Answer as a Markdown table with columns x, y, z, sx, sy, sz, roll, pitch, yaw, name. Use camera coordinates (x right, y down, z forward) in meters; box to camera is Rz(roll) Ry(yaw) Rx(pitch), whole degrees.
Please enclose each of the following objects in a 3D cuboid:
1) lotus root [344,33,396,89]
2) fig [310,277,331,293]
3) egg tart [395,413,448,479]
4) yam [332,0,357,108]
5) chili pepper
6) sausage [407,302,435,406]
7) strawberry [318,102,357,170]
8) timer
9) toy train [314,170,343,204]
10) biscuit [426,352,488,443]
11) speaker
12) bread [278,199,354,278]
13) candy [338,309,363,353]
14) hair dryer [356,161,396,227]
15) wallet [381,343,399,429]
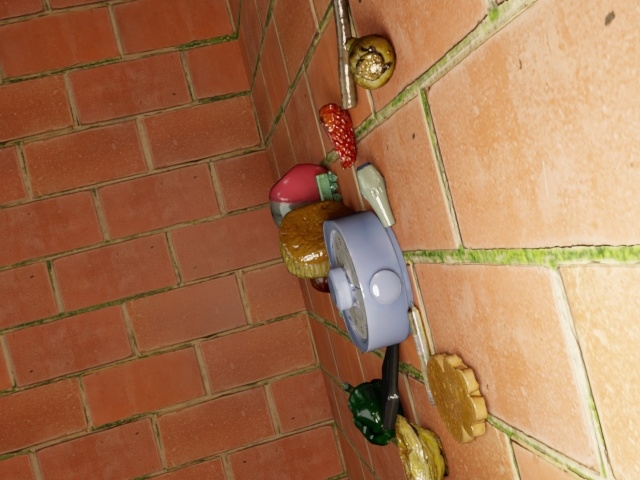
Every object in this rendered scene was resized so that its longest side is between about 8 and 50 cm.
| x | y | z | sx | sy | sz | roll | pitch | yaw | name |
| --- | --- | --- | --- | --- | --- | --- | --- | --- | --- |
| 0.099 | -0.382 | 1.360 | 0.191 | 0.094 | 0.108 | -104 | 28 | -59 | lotus root |
| 0.060 | 0.100 | 2.156 | 0.149 | 0.148 | 0.202 | 42 | 129 | 3 | fig |
| 0.267 | 0.571 | 1.729 | 0.241 | 0.106 | 0.241 | 164 | 90 | -83 | egg tart |
| 0.056 | -0.481 | 1.586 | 0.045 | 0.045 | 0.327 | -60 | -33 | -56 | yam |
| 0.166 | 0.521 | 2.075 | 0.174 | 0.165 | 0.261 | 60 | 176 | -29 | chili pepper |
| 0.253 | 0.281 | 1.590 | 0.033 | 0.032 | 0.269 | 158 | 98 | -80 | sausage |
| 0.059 | -0.289 | 1.784 | 0.188 | 0.082 | 0.121 | 66 | -170 | 3 | strawberry |
| 0.114 | 0.110 | 1.733 | 0.395 | 0.173 | 0.395 | 167 | 90 | -81 | timer |
| 0.030 | -0.151 | 2.136 | 0.038 | 0.071 | 0.148 | -168 | 64 | -79 | toy train |
| 0.293 | 0.332 | 1.404 | 0.289 | 0.044 | 0.202 | 106 | 148 | -69 | biscuit |
| -0.040 | -0.116 | 2.289 | 0.294 | 0.294 | 0.294 | 166 | 90 | -81 | speaker |
| 0.000 | 0.000 | 1.997 | 0.142 | 0.253 | 0.227 | 85 | 170 | -58 | bread |
| 0.121 | 0.330 | 2.428 | 0.061 | 0.061 | 0.203 | -175 | 63 | -80 | candy |
| 0.141 | -0.098 | 1.660 | 0.199 | 0.067 | 0.167 | 69 | 178 | -77 | hair dryer |
| 0.194 | 0.383 | 1.805 | 0.250 | 0.044 | 0.149 | -80 | -4 | -53 | wallet |
